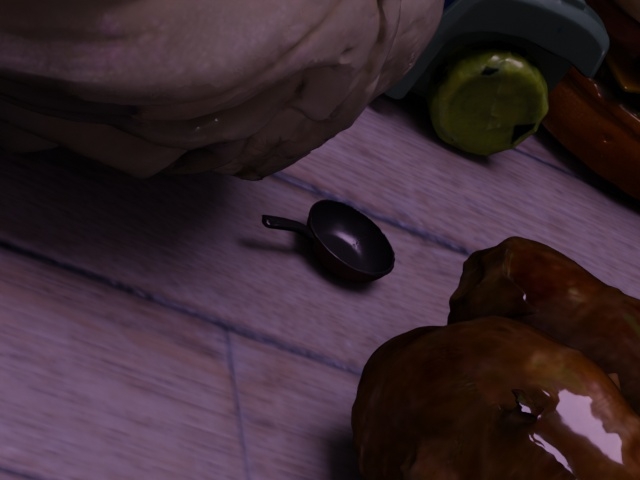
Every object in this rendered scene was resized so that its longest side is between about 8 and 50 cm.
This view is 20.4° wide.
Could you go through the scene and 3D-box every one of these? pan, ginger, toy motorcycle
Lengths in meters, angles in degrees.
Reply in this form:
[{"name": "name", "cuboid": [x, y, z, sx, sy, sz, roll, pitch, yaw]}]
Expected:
[{"name": "pan", "cuboid": [-0.001, 0.000, 1.170, 0.115, 0.023, 0.068, 11, 40, -42]}, {"name": "ginger", "cuboid": [0.187, 0.177, 0.994, 0.418, 0.176, 0.254, 44, 39, 14]}, {"name": "toy motorcycle", "cuboid": [0.065, -0.227, 1.379, 0.326, 0.200, 0.191, 24, 34, -27]}]

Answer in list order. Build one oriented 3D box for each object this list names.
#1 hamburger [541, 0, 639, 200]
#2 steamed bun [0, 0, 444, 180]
[{"name": "hamburger", "cuboid": [0.312, -0.177, 1.551, 0.291, 0.225, 0.291, 27, 29, -17]}, {"name": "steamed bun", "cuboid": [-0.113, -0.154, 1.043, 0.339, 0.247, 0.352, 29, -6, 5]}]
